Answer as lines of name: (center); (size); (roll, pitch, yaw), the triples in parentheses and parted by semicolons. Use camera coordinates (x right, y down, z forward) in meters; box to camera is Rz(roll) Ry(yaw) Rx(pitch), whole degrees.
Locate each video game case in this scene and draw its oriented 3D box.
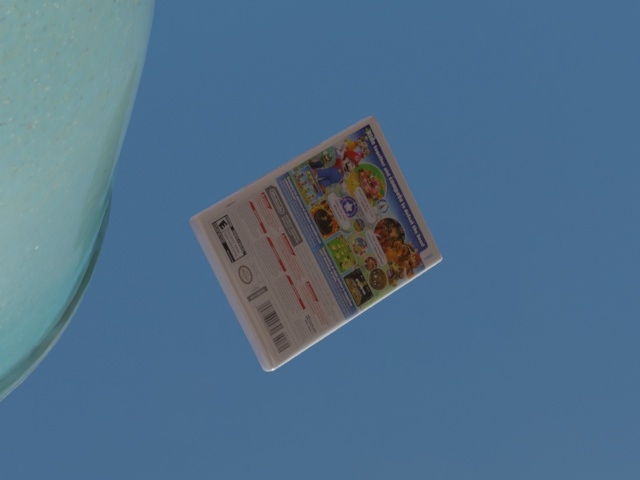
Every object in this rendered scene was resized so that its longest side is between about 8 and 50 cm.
video game case: (0.000, 0.000, 0.852); (0.122, 0.087, 0.011); (-31, -170, -30)

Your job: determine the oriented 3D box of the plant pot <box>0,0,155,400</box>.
plant pot: (-0.166, -0.101, 0.480); (0.271, 0.255, 0.272); (11, -125, -16)
